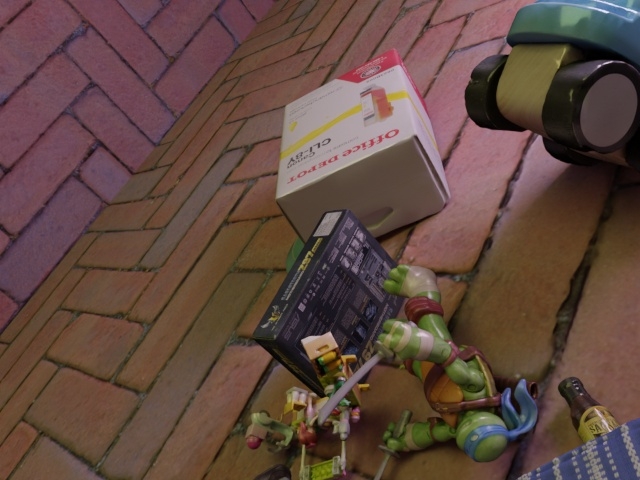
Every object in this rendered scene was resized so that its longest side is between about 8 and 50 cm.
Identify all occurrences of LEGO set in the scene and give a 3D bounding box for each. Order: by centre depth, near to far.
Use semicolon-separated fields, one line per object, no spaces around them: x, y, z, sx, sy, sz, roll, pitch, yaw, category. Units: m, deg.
-0.002;0.233;0.796;0.287;0.132;0.107;121;160;-49;LEGO set

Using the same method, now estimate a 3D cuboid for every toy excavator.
0.473;-0.292;0.805;0.444;0.433;0.222;-69;24;11;toy excavator

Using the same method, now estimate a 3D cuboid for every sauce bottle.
0.282;0.192;0.630;0.042;0.042;0.128;-36;32;11;sauce bottle

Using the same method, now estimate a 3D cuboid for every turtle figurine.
0.092;0.160;0.745;0.275;0.197;0.266;-31;27;13;turtle figurine

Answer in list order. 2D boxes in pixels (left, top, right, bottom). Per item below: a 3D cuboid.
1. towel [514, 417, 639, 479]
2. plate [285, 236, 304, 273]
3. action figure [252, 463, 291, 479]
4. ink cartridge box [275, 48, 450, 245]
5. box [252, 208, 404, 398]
0.200;0.317;0.523;0.336;0.040;0.243;-41;29;29;towel
0.000;0.000;1.230;0.188;0.024;0.188;-30;32;21;plate
-0.019;0.356;0.658;0.099;0.185;0.285;-35;12;-13;action figure
0.074;-0.181;1.213;0.279;0.160;0.384;-24;34;17;ink cartridge box
0.026;0.098;0.912;0.059;0.183;0.232;-4;48;48;box
